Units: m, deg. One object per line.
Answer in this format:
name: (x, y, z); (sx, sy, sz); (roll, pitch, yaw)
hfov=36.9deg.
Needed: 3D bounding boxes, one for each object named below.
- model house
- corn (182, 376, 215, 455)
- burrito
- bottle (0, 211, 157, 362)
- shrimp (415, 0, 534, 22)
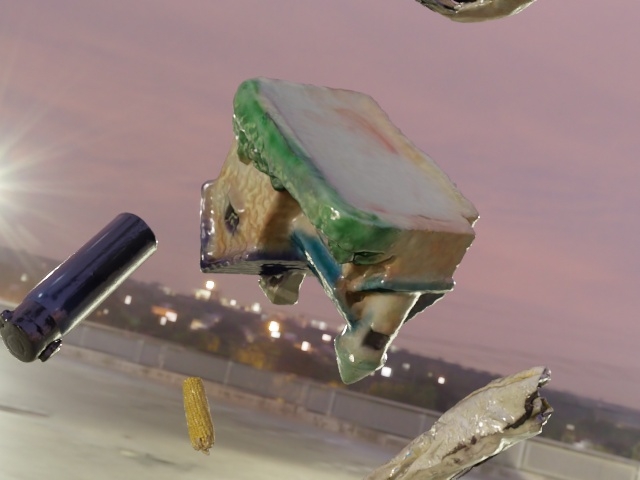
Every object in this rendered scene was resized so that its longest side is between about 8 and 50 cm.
model house: (0.000, 0.000, 1.199); (0.245, 0.280, 0.312); (1, 40, -38)
corn: (-0.128, 0.184, 1.005); (0.027, 0.083, 0.028); (-12, -11, -2)
burrito: (0.125, 0.190, 0.883); (0.063, 0.229, 0.058); (50, 20, 4)
bottle: (-0.304, 0.059, 1.219); (0.082, 0.244, 0.072); (50, -44, -8)
shrimp: (0.170, -0.334, 1.136); (0.152, 0.046, 0.219); (-13, -33, 29)
